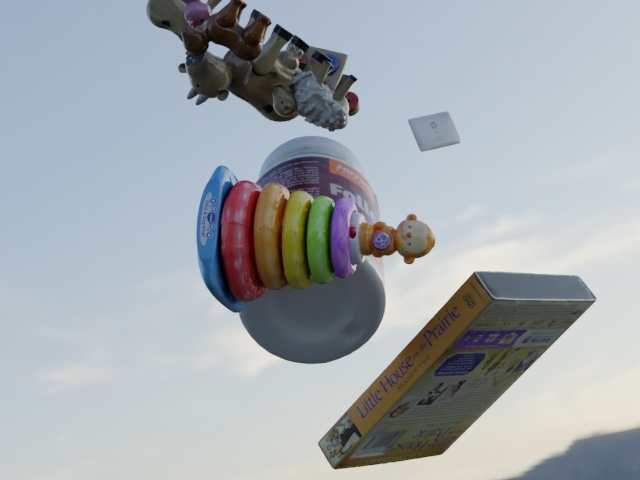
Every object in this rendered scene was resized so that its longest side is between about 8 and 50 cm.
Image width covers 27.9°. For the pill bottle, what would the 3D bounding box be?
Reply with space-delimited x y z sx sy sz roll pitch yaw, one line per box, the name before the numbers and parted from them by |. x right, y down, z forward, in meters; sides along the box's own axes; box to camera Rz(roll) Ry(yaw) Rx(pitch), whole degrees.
pill bottle | -0.013 -0.001 2.046 0.224 0.392 0.224 0 -60 0

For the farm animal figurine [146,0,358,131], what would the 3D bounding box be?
farm animal figurine | -0.138 -0.282 2.005 0.326 0.172 0.330 30 9 -29

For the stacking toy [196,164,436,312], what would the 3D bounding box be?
stacking toy | 0.000 0.000 1.685 0.301 0.175 0.166 1 -19 13

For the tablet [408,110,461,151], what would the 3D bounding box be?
tablet | 0.172 -0.164 1.936 0.083 0.054 0.006 -15 -12 -36

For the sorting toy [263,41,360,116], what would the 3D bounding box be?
sorting toy | -0.036 -0.347 2.633 0.274 0.132 0.046 15 -20 17

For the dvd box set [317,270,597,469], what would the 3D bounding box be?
dvd box set | 0.223 0.213 2.095 0.307 0.062 0.420 3 -45 -47
